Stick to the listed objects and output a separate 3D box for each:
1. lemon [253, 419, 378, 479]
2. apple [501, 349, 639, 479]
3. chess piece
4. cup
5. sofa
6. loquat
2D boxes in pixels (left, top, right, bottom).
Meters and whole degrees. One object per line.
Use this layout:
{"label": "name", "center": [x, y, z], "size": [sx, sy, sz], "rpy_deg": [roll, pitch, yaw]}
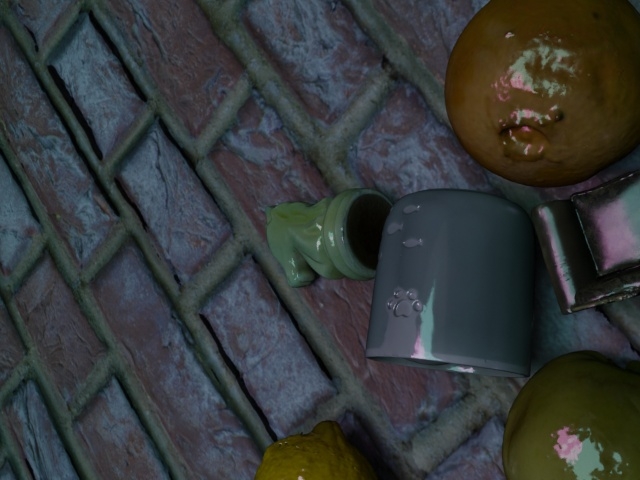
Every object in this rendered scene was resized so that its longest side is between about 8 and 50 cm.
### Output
{"label": "lemon", "center": [-0.010, 0.486, 1.500], "size": [0.245, 0.245, 0.319], "rpy_deg": [3, 82, 35]}
{"label": "apple", "center": [0.411, 0.305, 1.225], "size": [0.295, 0.233, 0.257], "rpy_deg": [14, 97, 34]}
{"label": "chess piece", "center": [0.000, 0.000, 1.590], "size": [0.298, 0.176, 0.175], "rpy_deg": [-7, 84, 47]}
{"label": "cup", "center": [0.201, 0.076, 1.381], "size": [0.357, 0.259, 0.274], "rpy_deg": [157, 123, -71]}
{"label": "sofa", "center": [0.461, -0.012, 1.237], "size": [0.258, 0.182, 0.200], "rpy_deg": [-22, 75, 32]}
{"label": "loquat", "center": [0.347, -0.237, 1.245], "size": [0.328, 0.328, 0.328], "rpy_deg": [-2, 87, 34]}
